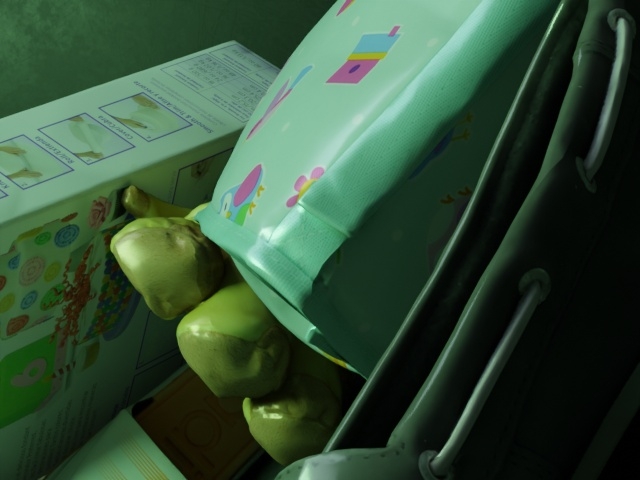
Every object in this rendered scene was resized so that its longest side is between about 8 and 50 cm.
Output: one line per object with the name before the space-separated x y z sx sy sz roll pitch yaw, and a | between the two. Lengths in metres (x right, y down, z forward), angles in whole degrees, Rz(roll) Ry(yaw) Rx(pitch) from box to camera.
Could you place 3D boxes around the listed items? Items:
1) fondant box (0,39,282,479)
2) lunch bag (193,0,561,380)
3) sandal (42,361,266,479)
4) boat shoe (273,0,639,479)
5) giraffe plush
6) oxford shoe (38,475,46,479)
fondant box | -0.156 0.025 1.113 0.330 0.096 0.238 -27 -37 -46
lunch bag | 0.059 -0.047 0.729 0.223 0.160 0.262 -48 -2 -3
sandal | -0.093 0.135 1.083 0.265 0.102 0.076 -48 0 -20
boat shoe | 0.031 0.050 0.488 0.335 0.095 0.112 -50 4 -29
giraffe plush | 0.000 0.000 0.969 0.170 0.181 0.210 -37 22 6
oxford shoe | -0.232 0.259 1.303 0.133 0.130 0.364 -35 13 43
